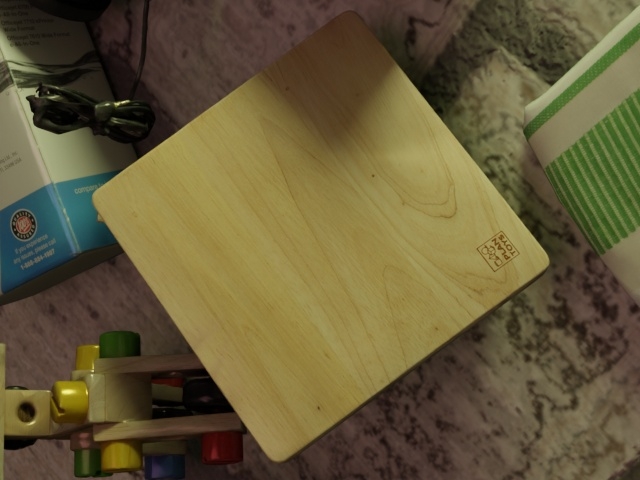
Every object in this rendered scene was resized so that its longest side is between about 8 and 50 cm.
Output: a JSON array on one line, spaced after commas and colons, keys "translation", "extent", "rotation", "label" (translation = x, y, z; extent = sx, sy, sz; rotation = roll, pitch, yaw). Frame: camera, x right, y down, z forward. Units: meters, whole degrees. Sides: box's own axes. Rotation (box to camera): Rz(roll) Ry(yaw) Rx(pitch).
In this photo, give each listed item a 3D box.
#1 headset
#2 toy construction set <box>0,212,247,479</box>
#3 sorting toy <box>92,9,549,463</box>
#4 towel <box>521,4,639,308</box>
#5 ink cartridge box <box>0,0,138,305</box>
[{"translation": [-0.205, -0.276, 1.085], "extent": [0.243, 0.185, 0.394], "rotation": [-18, 79, 37], "label": "headset"}, {"translation": [-0.195, 0.110, 1.096], "extent": [0.257, 0.237, 0.309], "rotation": [-148, 67, -69], "label": "toy construction set"}, {"translation": [0.000, 0.000, 0.996], "extent": [0.255, 0.089, 0.257], "rotation": [-36, 77, -2], "label": "sorting toy"}, {"translation": [0.307, -0.027, 0.872], "extent": [0.248, 0.038, 0.325], "rotation": [-44, 77, 36], "label": "towel"}, {"translation": [-0.316, -0.105, 1.239], "extent": [0.223, 0.129, 0.307], "rotation": [-23, 87, 37], "label": "ink cartridge box"}]
